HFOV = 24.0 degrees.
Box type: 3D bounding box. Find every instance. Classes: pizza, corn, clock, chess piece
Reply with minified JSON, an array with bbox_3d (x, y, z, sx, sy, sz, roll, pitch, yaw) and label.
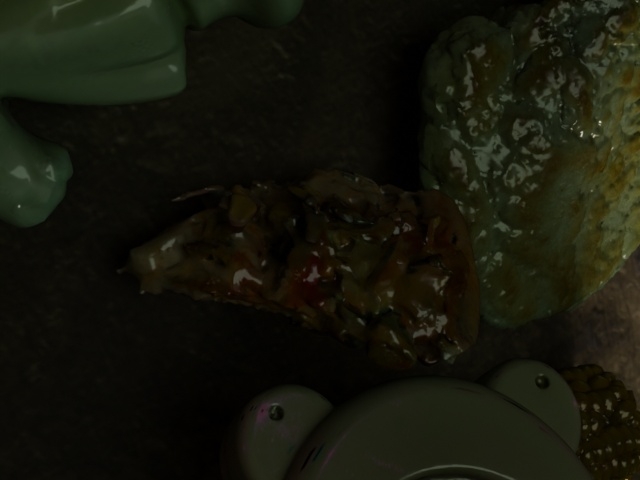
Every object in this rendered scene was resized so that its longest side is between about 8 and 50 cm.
[{"bbox_3d":[0.000,0.000,0.958,0.226,0.069,0.147,19,49,3],"label":"pizza"},{"bbox_3d":[0.109,0.165,1.078,0.312,0.102,0.102,-14,103,-31],"label":"corn"},{"bbox_3d":[0.073,0.234,0.918,0.283,0.114,0.310,-5,70,-19],"label":"clock"},{"bbox_3d":[-0.150,-0.125,0.855,0.298,0.176,0.176,-39,116,-10],"label":"chess piece"}]

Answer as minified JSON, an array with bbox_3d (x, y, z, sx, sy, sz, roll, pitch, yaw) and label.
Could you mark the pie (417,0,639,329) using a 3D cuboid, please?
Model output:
[{"bbox_3d":[0.179,-0.072,1.099,0.274,0.105,0.257,-39,124,-24],"label":"pie"}]
